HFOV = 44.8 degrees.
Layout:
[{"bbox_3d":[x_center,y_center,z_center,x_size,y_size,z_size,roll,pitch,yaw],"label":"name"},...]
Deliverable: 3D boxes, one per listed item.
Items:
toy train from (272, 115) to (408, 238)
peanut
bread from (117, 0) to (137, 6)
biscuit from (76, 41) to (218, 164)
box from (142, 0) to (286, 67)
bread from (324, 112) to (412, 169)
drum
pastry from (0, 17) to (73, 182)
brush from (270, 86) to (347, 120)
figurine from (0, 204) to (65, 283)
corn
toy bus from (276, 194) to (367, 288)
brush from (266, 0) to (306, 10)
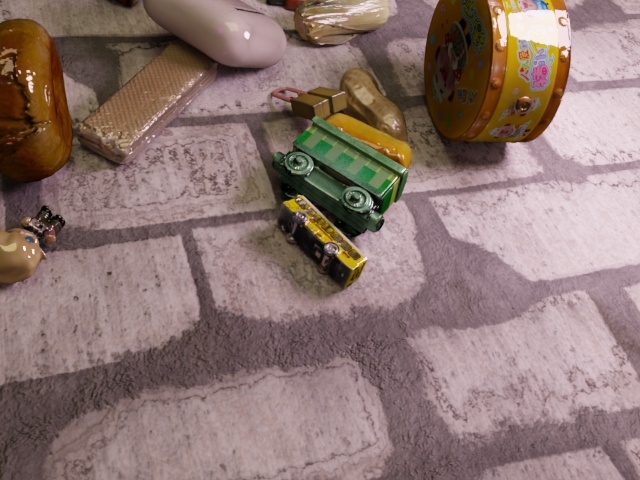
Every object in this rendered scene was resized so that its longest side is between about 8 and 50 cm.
[{"bbox_3d":[0.041,-0.142,1.781,0.300,0.120,0.202,32,58,15],"label":"toy train"},{"bbox_3d":[0.128,-0.339,1.985,0.125,0.111,0.275,-8,49,-40],"label":"peanut"},{"bbox_3d":[-0.600,-0.853,2.114,0.333,0.324,0.143,32,51,16],"label":"bread"},{"bbox_3d":[-0.406,-0.339,1.879,0.143,0.079,0.426,27,49,9],"label":"biscuit"},{"bbox_3d":[-0.272,-0.571,2.026,0.349,0.141,0.288,34,21,16],"label":"box"},{"bbox_3d":[0.102,-0.224,1.895,0.245,0.102,0.094,26,42,7],"label":"bread"},{"bbox_3d":[0.436,-0.453,1.964,0.214,0.431,0.431,0,50,-14],"label":"drum"},{"bbox_3d":[-0.626,-0.292,1.629,0.163,0.356,0.356,-6,51,-6],"label":"pastry"},{"bbox_3d":[-0.045,-0.358,1.969,0.103,0.047,0.233,-29,34,-28],"label":"brush"},{"bbox_3d":[-0.579,0.003,1.528,0.114,0.108,0.196,41,43,-5],"label":"figurine"},{"bbox_3d":[0.061,-0.648,2.232,0.305,0.123,0.122,-22,61,-26],"label":"corn"},{"bbox_3d":[0.000,0.000,1.684,0.074,0.081,0.226,-30,62,-34],"label":"toy bus"},{"bbox_3d":[-0.003,-0.718,2.325,0.323,0.051,0.070,5,46,-10],"label":"brush"}]
